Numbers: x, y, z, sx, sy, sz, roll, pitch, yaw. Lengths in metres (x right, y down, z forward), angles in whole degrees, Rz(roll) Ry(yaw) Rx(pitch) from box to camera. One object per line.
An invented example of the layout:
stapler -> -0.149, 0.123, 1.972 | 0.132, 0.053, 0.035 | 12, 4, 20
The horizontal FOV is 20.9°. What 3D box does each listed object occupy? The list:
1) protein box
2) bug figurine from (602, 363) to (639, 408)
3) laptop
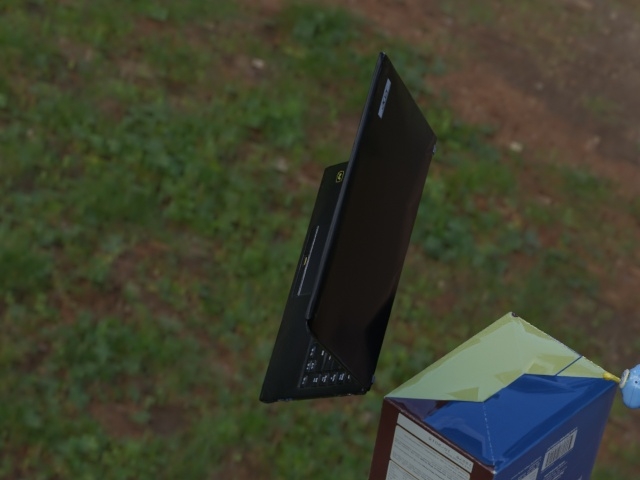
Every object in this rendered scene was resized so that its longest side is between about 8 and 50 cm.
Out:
protein box -> 0.159, 0.216, 1.677 | 0.136, 0.201, 0.200 | 33, 43, 29
bug figurine -> 0.325, 0.240, 1.537 | 0.216, 0.279, 0.072 | 15, -14, 18
laptop -> 0.000, 0.000, 1.446 | 0.137, 0.264, 0.234 | 26, 70, -28
